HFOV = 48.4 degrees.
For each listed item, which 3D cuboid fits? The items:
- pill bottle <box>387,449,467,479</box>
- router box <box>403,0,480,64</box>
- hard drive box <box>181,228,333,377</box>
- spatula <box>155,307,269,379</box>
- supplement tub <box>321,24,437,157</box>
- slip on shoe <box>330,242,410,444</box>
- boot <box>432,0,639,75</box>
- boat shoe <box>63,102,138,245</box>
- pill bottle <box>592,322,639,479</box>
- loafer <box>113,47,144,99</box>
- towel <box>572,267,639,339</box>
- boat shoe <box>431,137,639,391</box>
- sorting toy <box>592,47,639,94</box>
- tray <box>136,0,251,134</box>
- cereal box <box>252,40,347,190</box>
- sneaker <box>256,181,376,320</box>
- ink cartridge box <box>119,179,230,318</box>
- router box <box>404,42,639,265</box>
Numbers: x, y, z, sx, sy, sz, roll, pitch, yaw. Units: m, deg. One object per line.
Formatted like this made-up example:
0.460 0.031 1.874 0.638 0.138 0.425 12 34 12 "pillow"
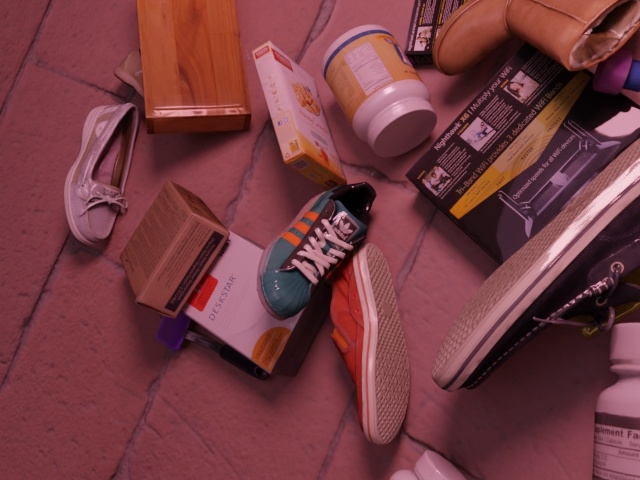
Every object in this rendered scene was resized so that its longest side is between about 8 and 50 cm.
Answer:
0.128 0.423 1.072 0.117 0.118 0.208 41 98 30 "pill bottle"
0.231 -0.405 1.266 0.133 0.046 0.178 9 82 30 "router box"
-0.112 0.112 1.295 0.232 0.089 0.181 28 91 31 "hard drive box"
-0.209 0.199 1.358 0.297 0.030 0.084 19 85 31 "spatula"
0.102 -0.259 1.242 0.144 0.144 0.199 -35 64 17 "supplement tub"
0.072 0.168 1.170 0.101 0.123 0.331 -22 62 30 "slip on shoe"
0.306 -0.308 1.061 0.236 0.089 0.269 -47 33 12 "boot"
-0.463 -0.147 1.536 0.103 0.118 0.320 -4 69 32 "boat shoe"
0.445 0.292 0.884 0.204 0.204 0.360 2 78 29 "pill bottle"
-0.347 -0.343 1.529 0.268 0.102 0.092 34 101 31 "loafer"
0.464 0.041 1.044 0.237 0.021 0.102 -37 62 16 "towel"
0.358 0.046 0.970 0.500 0.187 0.156 -43 90 3 "boat shoe"
0.506 -0.366 1.063 0.126 0.127 0.365 16 70 7 "sorting toy"
-0.268 -0.420 1.460 0.203 0.076 0.410 -5 72 -13 "tray"
-0.036 -0.223 1.291 0.047 0.173 0.240 -25 68 21 "cereal box"
0.000 0.000 1.164 0.121 0.108 0.302 -28 23 42 "sneaker"
-0.285 0.010 1.360 0.193 0.088 0.235 -57 31 6 "ink cartridge box"
0.325 -0.133 1.126 0.309 0.081 0.243 -47 61 10 "router box"
